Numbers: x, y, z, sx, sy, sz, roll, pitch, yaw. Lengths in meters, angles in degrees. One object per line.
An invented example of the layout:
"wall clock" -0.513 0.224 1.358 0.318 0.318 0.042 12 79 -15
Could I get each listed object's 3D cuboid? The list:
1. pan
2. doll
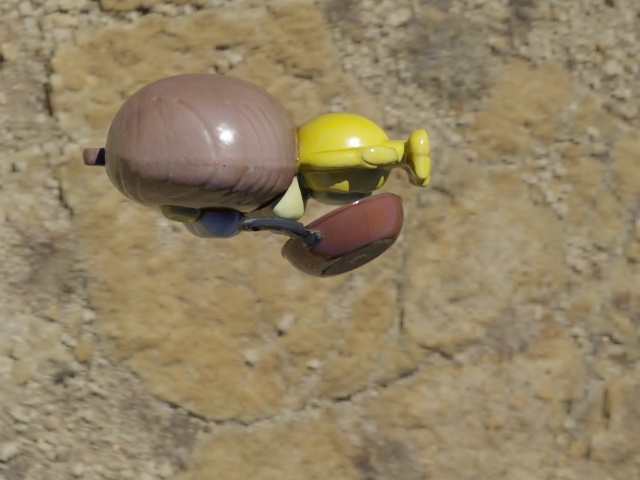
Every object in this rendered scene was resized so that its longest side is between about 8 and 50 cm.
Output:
"pan" 0.000 0.001 0.779 0.115 0.068 0.023 -1 63 -53
"doll" -0.036 -0.044 0.870 0.145 0.188 0.096 -15 110 -65
